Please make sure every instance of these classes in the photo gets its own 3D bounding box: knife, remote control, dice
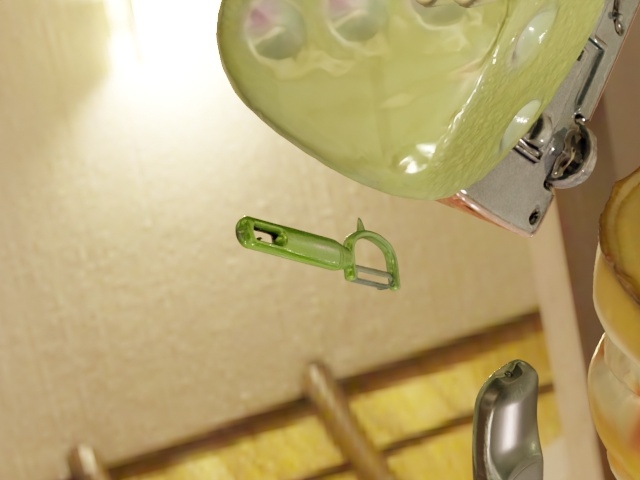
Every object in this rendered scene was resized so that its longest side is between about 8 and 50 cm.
[{"bbox_3d":[0.001,0.000,1.377,0.015,0.054,0.212,-10,166,33],"label":"knife"},{"bbox_3d":[0.173,0.206,1.658,0.072,0.222,0.042,-32,-138,-34],"label":"remote control"},{"bbox_3d":[0.078,-0.199,1.564,0.252,0.250,0.254,36,-153,16],"label":"dice"}]

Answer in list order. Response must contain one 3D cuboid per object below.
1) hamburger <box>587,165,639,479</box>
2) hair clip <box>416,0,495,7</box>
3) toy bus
[{"bbox_3d":[0.303,0.076,1.052,0.303,0.186,0.261,22,-140,38],"label":"hamburger"},{"bbox_3d":[0.080,-0.245,1.246,0.071,0.159,0.218,-16,156,-9],"label":"hair clip"},{"bbox_3d":[0.199,-0.237,1.884,0.233,0.427,0.203,20,175,40],"label":"toy bus"}]
